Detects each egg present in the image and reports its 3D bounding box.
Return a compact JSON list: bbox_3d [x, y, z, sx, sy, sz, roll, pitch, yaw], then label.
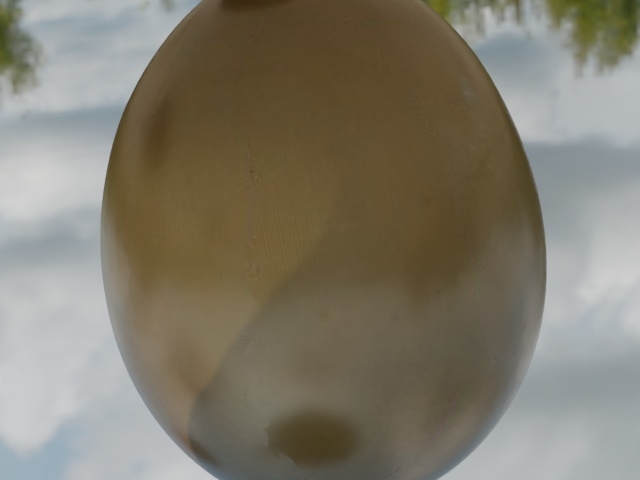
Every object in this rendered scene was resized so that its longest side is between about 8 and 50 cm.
[{"bbox_3d":[0.000,0.000,1.091,0.301,0.374,0.301,-11,-164,3],"label":"egg"}]
